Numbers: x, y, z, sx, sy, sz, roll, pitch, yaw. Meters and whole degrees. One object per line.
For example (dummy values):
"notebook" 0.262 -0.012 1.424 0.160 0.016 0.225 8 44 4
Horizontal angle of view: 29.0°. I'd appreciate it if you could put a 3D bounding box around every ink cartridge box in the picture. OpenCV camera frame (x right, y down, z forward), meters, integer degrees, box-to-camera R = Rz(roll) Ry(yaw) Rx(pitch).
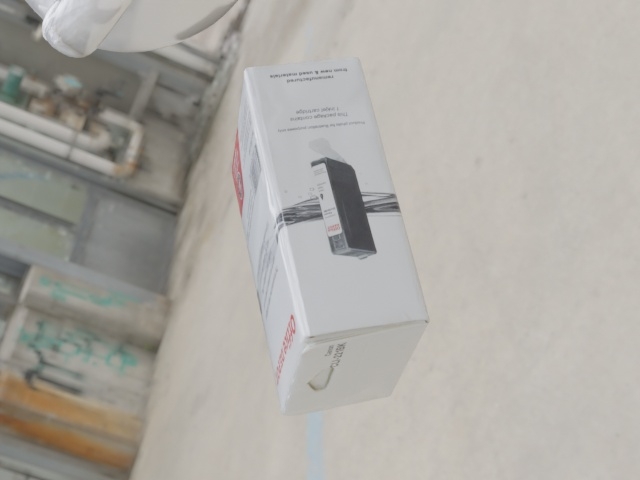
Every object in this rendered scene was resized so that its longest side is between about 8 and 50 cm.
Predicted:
"ink cartridge box" 0.000 0.000 1.143 0.197 0.114 0.273 106 155 -63

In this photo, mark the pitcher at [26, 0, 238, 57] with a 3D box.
"pitcher" -0.085 -0.139 0.550 0.178 0.125 0.207 -58 18 -20
